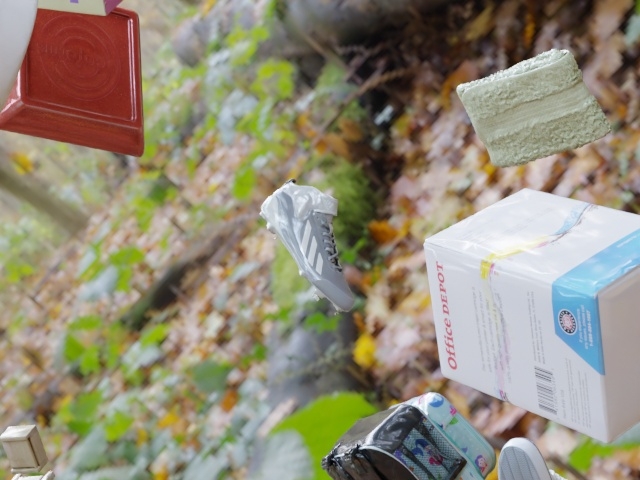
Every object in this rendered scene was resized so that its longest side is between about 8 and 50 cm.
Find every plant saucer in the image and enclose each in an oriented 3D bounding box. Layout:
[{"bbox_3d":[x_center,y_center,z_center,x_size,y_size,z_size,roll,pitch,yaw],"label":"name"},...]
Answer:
[{"bbox_3d":[-0.375,-0.273,2.036,0.048,0.258,0.259,-25,62,48],"label":"plant saucer"}]

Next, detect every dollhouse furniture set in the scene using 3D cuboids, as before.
[{"bbox_3d":[-0.431,0.348,1.729,0.161,0.182,0.101,-8,22,20],"label":"dollhouse furniture set"}]

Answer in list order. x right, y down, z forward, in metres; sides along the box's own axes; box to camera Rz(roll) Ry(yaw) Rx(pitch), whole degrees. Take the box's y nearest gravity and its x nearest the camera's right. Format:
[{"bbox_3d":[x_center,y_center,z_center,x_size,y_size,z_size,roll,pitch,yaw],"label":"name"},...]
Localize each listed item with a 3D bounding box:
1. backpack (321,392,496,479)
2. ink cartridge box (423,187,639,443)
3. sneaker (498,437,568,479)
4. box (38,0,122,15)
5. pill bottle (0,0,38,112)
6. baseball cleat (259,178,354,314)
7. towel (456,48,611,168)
[{"bbox_3d":[0.157,0.365,2.021,0.191,0.253,0.225,-41,2,-29],"label":"backpack"},{"bbox_3d":[0.294,0.080,1.616,0.197,0.198,0.270,-27,29,-33],"label":"ink cartridge box"},{"bbox_3d":[0.358,0.408,2.145,0.094,0.258,0.091,4,36,41],"label":"sneaker"},{"bbox_3d":[-0.371,-0.422,1.726,0.117,0.243,0.213,-59,-28,-49],"label":"box"},{"bbox_3d":[-0.406,-0.205,1.101,0.176,0.318,0.176,-49,31,43],"label":"pill bottle"},{"bbox_3d":[0.000,0.000,1.879,0.109,0.206,0.072,-42,-16,10],"label":"baseball cleat"},{"bbox_3d":[0.216,-0.131,1.363,0.148,0.110,0.027,-16,24,44],"label":"towel"}]
